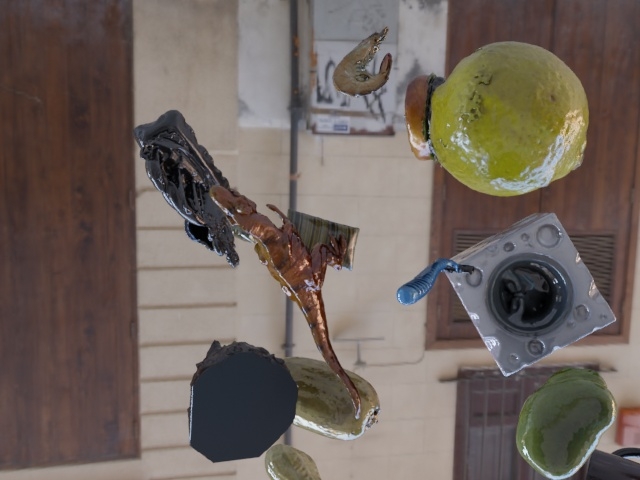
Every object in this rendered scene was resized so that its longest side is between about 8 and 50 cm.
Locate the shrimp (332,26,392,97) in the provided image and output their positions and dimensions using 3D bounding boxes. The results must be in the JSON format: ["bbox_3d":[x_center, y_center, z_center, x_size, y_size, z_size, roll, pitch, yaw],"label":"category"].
[{"bbox_3d":[0.123,-0.447,1.605,0.132,0.236,0.053,25,156,25],"label":"shrimp"}]

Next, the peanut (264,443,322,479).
[{"bbox_3d":[-0.040,0.659,1.710,0.275,0.111,0.125,50,-157,11],"label":"peanut"}]

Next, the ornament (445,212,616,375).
[{"bbox_3d":[0.421,0.100,1.338,0.239,0.240,0.239,-30,177,11],"label":"ornament"}]

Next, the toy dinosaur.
[{"bbox_3d":[-0.017,0.060,1.046,0.097,0.432,0.208,-31,-166,25],"label":"toy dinosaur"}]

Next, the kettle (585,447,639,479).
[{"bbox_3d":[0.747,0.577,1.485,0.232,0.144,0.202,12,-144,28],"label":"kettle"}]

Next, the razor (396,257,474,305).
[{"bbox_3d":[0.189,0.062,1.094,0.081,0.042,0.253,7,-165,29],"label":"razor"}]

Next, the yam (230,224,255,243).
[{"bbox_3d":[-0.286,-0.044,1.883,0.252,0.061,0.061,16,-166,32],"label":"yam"}]

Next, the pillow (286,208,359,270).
[{"bbox_3d":[0.000,0.000,1.545,0.203,0.113,0.038,16,172,-26],"label":"pillow"}]

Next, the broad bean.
[{"bbox_3d":[0.379,0.278,0.985,0.124,0.174,0.082,45,170,11],"label":"broad bean"}]

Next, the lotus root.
[{"bbox_3d":[-0.025,0.358,1.500,0.342,0.152,0.169,16,-142,19],"label":"lotus root"}]

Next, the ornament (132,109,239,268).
[{"bbox_3d":[-0.233,-0.076,1.139,0.106,0.251,0.261,-28,-140,7],"label":"ornament"}]

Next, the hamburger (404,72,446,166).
[{"bbox_3d":[0.382,-0.373,1.905,0.224,0.291,0.291,2,-173,23],"label":"hamburger"}]

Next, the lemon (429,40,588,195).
[{"bbox_3d":[0.441,-0.275,1.483,0.386,0.350,0.350,22,-173,-1],"label":"lemon"}]

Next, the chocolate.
[{"bbox_3d":[-0.166,0.285,1.260,0.206,0.224,0.177,0,-164,-21],"label":"chocolate"}]
